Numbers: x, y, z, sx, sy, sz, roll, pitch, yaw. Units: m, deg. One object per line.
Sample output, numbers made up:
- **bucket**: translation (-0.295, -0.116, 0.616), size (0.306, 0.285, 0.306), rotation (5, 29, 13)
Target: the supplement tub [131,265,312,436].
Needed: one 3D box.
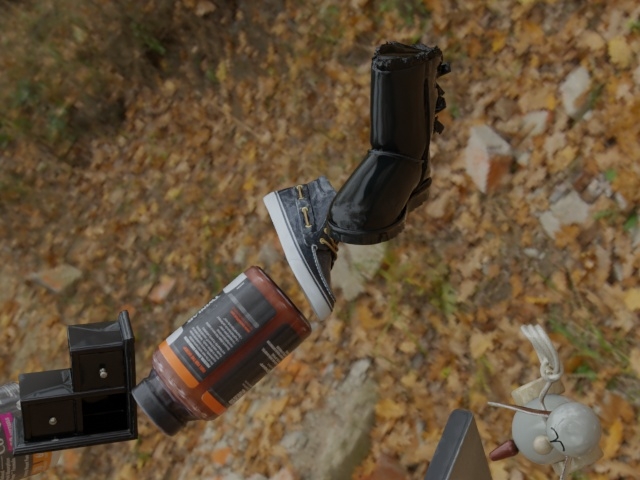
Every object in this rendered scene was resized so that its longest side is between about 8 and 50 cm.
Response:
- **supplement tub**: translation (-0.113, 0.126, 1.054), size (0.198, 0.106, 0.106), rotation (-41, 27, -6)

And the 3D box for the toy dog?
- **toy dog**: translation (0.318, 0.285, 1.400), size (0.161, 0.333, 0.220), rotation (-30, 56, 4)

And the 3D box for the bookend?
- **bookend**: translation (-0.314, 0.179, 1.203), size (0.072, 0.156, 0.157), rotation (-125, 35, -59)

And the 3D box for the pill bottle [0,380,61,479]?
- **pill bottle**: translation (-0.577, 0.333, 1.533), size (0.162, 0.278, 0.162), rotation (23, 119, 49)

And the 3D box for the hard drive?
- **hard drive**: translation (0.127, 0.231, 0.866), size (0.022, 0.135, 0.094), rotation (7, 49, 29)

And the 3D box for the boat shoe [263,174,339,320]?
- **boat shoe**: translation (0.000, 0.000, 1.051), size (0.083, 0.065, 0.183), rotation (-24, 52, -1)

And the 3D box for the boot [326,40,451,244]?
- **boot**: translation (0.040, -0.061, 0.562), size (0.045, 0.099, 0.121), rotation (14, 27, 24)
